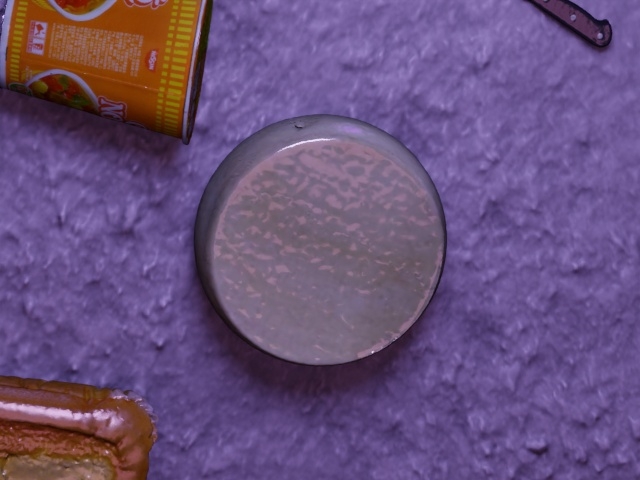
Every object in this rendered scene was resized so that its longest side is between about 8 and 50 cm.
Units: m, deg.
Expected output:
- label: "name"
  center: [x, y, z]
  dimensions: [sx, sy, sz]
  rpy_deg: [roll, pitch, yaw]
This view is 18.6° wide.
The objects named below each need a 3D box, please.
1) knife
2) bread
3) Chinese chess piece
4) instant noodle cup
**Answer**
- label: "knife"
  center: [0.198, -0.280, 1.922]
  dimensions: [0.245, 0.019, 0.072]
  rpy_deg: [34, 97, -12]
- label: "bread"
  center: [-0.311, 0.204, 1.930]
  dimensions: [0.288, 0.119, 0.153]
  rpy_deg: [7, 99, -9]
- label: "Chinese chess piece"
  center: [0.000, 0.000, 1.923]
  dimensions: [0.250, 0.101, 0.250]
  rpy_deg: [-2, 104, -7]
- label: "instant noodle cup"
  center: [-0.202, -0.185, 1.833]
  dimensions: [0.185, 0.168, 0.168]
  rpy_deg: [9, 103, -2]
